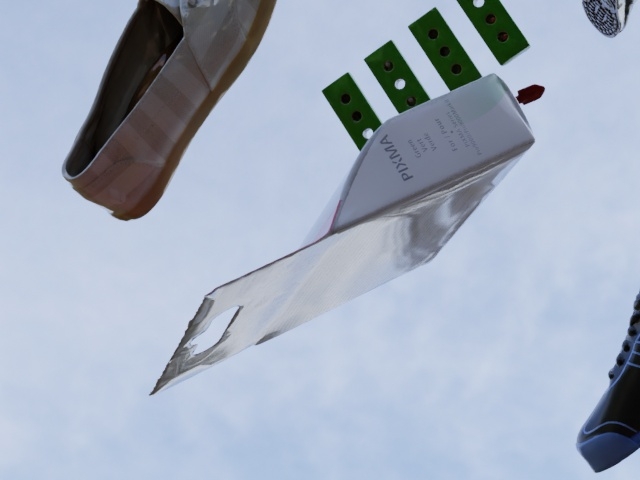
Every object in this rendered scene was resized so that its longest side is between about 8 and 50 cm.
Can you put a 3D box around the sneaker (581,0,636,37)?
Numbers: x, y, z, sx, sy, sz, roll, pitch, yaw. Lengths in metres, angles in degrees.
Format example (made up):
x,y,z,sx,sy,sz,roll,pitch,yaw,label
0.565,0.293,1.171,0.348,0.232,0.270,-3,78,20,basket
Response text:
x,y,z,sx,sy,sz,roll,pitch,yaw,label
0.346,-0.294,1.418,0.064,0.086,0.192,50,-1,16,sneaker

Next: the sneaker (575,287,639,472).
x,y,z,sx,sy,sz,roll,pitch,yaw,label
0.266,0.072,0.977,0.090,0.081,0.232,44,-80,8,sneaker

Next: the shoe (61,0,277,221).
x,y,z,sx,sy,sz,roll,pitch,yaw,label
-0.091,-0.117,0.796,0.058,0.219,0.077,28,-1,-44,shoe

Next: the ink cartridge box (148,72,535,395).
x,y,z,sx,sy,sz,roll,pitch,yaw,label
0.000,0.000,0.757,0.225,0.056,0.181,-23,-16,-26,ink cartridge box

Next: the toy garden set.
x,y,z,sx,sy,sz,roll,pitch,yaw,label
0.157,-0.171,1.570,0.244,0.203,0.049,-35,-10,15,toy garden set
